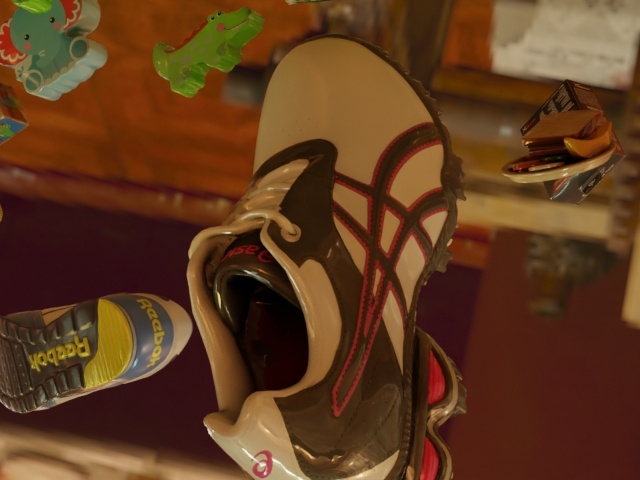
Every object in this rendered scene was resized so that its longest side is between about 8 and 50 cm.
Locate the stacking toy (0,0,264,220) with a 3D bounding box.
[{"bbox_3d":[-0.155,-0.074,0.900,0.221,0.052,0.167,-31,161,16],"label":"stacking toy"}]

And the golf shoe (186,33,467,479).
[{"bbox_3d":[0.000,0.000,0.883,0.105,0.273,0.120,-26,140,28],"label":"golf shoe"}]

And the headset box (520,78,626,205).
[{"bbox_3d":[0.196,-0.073,1.487,0.032,0.083,0.062,11,134,-35],"label":"headset box"}]

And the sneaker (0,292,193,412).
[{"bbox_3d":[-0.123,0.056,0.990,0.059,0.053,0.144,-13,-178,-43],"label":"sneaker"}]

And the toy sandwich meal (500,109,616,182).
[{"bbox_3d":[0.156,-0.062,1.257,0.085,0.085,0.029,-6,105,36],"label":"toy sandwich meal"}]

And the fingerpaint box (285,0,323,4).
[{"bbox_3d":[0.028,-0.400,0.903,0.163,0.371,0.445,-8,135,-28],"label":"fingerpaint box"}]
